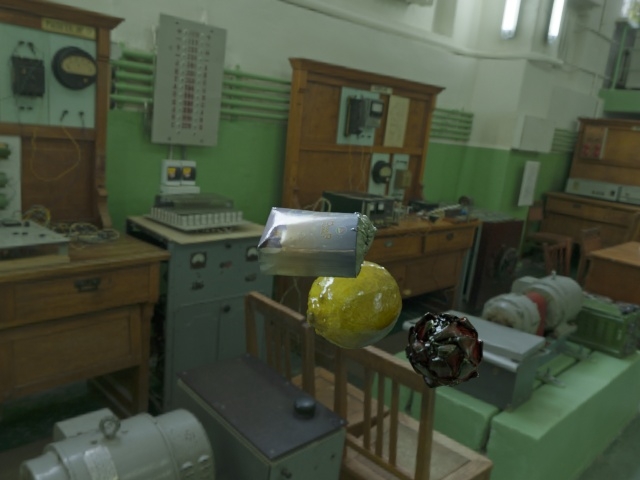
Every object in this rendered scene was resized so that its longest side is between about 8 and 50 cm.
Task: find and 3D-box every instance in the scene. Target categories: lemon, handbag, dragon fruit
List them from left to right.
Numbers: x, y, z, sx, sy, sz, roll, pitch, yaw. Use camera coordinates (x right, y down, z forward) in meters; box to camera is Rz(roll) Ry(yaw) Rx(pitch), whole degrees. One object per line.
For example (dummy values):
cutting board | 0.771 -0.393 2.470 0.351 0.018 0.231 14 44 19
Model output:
handbag | 0.000 0.000 0.775 0.173 0.095 0.117 4 39 6
lemon | 0.080 0.148 1.219 0.260 0.204 0.204 -11 20 -34
dragon fruit | 0.280 0.246 1.180 0.182 0.183 0.188 6 -1 2
